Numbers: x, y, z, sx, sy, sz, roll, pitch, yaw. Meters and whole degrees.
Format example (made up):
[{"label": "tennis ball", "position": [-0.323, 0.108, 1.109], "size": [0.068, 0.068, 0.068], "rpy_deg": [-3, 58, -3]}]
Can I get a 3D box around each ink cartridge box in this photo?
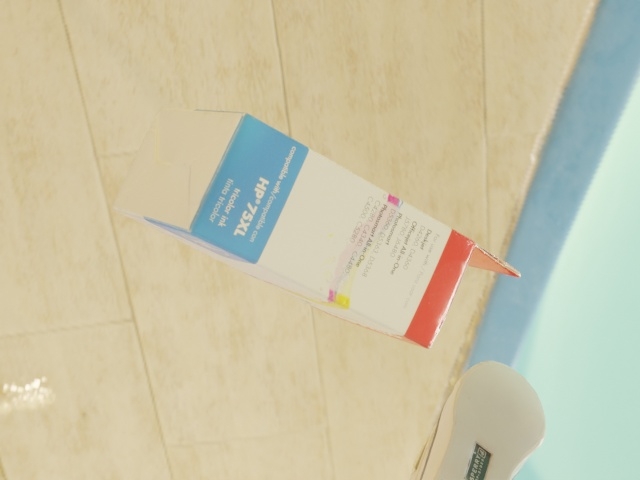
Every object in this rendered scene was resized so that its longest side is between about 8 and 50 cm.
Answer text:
[{"label": "ink cartridge box", "position": [0.000, 0.000, 0.711], "size": [0.231, 0.134, 0.078], "rpy_deg": [28, 83, -29]}]

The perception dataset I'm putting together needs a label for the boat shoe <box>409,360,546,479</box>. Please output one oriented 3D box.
[{"label": "boat shoe", "position": [0.126, 0.207, 0.973], "size": [0.096, 0.267, 0.088], "rpy_deg": [36, 125, -4]}]
